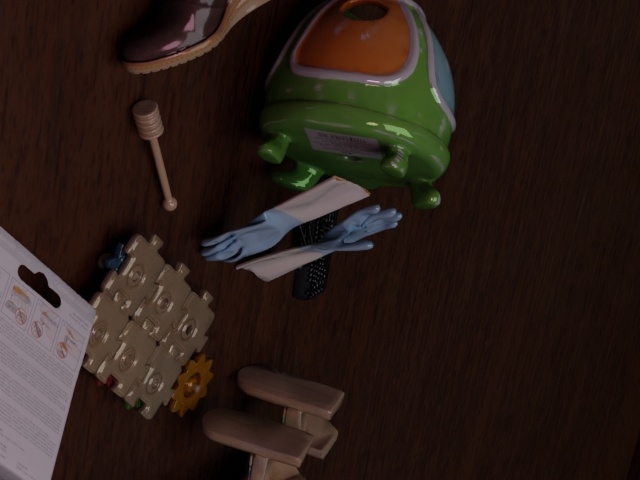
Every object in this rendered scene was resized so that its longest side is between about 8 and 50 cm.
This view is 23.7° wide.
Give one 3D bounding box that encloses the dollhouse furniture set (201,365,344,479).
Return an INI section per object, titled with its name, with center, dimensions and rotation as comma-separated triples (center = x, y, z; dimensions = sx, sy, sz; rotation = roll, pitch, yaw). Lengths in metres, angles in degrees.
[dollhouse furniture set]
center = -0.168, 0.395, 1.989
dimensions = 0.394, 0.256, 0.362
rotation = -49, 151, -63

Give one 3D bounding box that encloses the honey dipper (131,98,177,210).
[honey dipper]
center = -0.185, -0.093, 1.747
dimensions = 0.030, 0.030, 0.161
rotation = -46, 146, -28

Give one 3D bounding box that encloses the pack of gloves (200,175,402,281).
[pack of gloves]
center = -0.021, 0.005, 1.893
dimensions = 0.195, 0.232, 0.046
rotation = 19, 52, -56

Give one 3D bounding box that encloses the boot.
[boot]
center = -0.145, -0.316, 1.626
dimensions = 0.248, 0.090, 0.207
rotation = -35, 121, -14

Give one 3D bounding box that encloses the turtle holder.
[turtle holder]
center = 0.070, -0.168, 1.879
dimensions = 0.320, 0.243, 0.227
rotation = 24, 73, -49

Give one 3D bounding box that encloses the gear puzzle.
[gear puzzle]
center = -0.206, 0.117, 1.852
dimensions = 0.175, 0.044, 0.339
rotation = -59, 150, -14

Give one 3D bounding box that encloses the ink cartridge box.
[ink cartridge box]
center = -0.331, 0.127, 1.579
dimensions = 0.189, 0.066, 0.232
rotation = 48, 36, -41

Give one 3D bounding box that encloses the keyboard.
[keyboard]
center = 0.000, 0.000, 2.074
dimensions = 0.100, 0.038, 0.192
rotation = -23, 128, -47
